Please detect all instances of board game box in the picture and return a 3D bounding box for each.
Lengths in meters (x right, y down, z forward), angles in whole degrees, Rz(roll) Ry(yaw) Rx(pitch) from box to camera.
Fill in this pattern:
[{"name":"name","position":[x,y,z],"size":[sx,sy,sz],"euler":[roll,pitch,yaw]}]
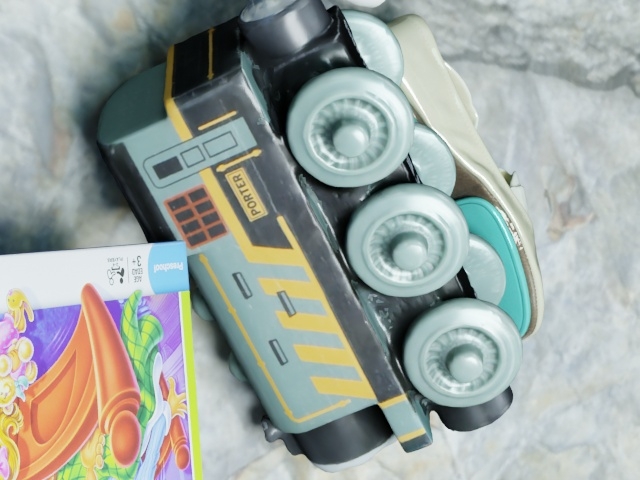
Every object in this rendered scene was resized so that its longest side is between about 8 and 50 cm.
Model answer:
[{"name":"board game box","position":[-0.192,0.125,1.053],"size":[0.347,0.078,0.233],"euler":[-6,92,-59]}]

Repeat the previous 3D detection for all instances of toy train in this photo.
[{"name":"toy train","position":[0.000,0.000,1.250],"size":[0.190,0.142,0.334],"euler":[-22,117,10]}]

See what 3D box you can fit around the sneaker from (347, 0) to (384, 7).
[{"name":"sneaker","position":[-0.033,-0.283,1.187],"size":[0.169,0.108,0.293],"euler":[8,65,-27]}]

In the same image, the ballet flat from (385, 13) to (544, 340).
[{"name":"ballet flat","position":[0.096,-0.046,1.347],"size":[0.086,0.086,0.248],"euler":[-39,113,-19]}]
